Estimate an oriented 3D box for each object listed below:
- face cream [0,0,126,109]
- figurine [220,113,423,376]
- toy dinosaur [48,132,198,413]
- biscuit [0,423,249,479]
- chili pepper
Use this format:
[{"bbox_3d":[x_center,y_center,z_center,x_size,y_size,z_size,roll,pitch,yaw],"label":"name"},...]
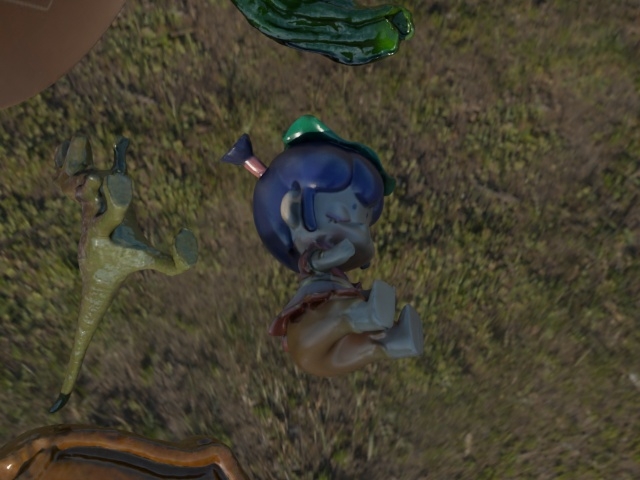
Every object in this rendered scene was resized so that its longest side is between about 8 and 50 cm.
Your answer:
[{"bbox_3d":[-0.152,-0.140,0.476,0.104,0.149,0.149,35,76,19],"label":"face cream"},{"bbox_3d":[0.000,0.000,0.795,0.102,0.111,0.195,-23,48,21],"label":"figurine"},{"bbox_3d":[-0.190,0.019,1.032,0.072,0.200,0.251,-9,87,-38],"label":"toy dinosaur"},{"bbox_3d":[-0.229,0.370,1.069,0.455,0.078,0.350,-49,118,-16],"label":"biscuit"},{"bbox_3d":[-0.005,-0.100,0.497,0.091,0.030,0.034,25,55,2],"label":"chili pepper"}]
